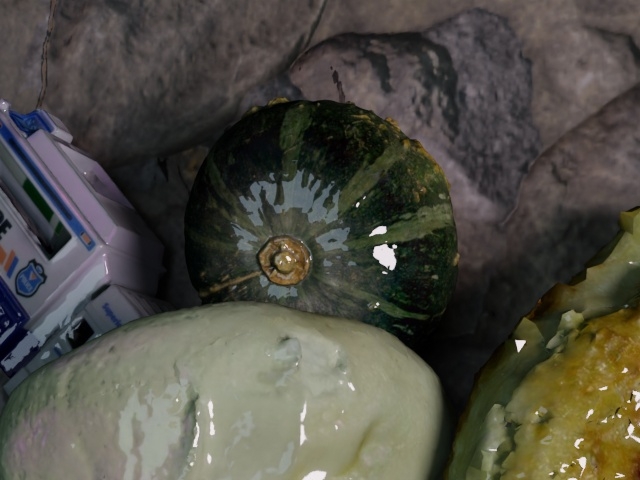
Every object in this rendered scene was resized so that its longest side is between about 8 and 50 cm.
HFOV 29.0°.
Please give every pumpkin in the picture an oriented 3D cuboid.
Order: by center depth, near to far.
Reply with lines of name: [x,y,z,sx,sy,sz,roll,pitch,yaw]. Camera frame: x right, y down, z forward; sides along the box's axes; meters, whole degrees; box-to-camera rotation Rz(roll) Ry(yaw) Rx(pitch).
pumpkin: [0.000,0.002,0.809,0.190,0.146,0.190,4,113,8]

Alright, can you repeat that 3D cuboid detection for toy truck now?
toy truck: [-0.188,0.038,0.907,0.155,0.124,0.268,-45,66,7]

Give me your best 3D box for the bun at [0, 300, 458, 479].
bun: [-0.048,0.168,0.731,0.283,0.283,0.179,-21,51,21]

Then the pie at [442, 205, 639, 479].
pie: [0.231,0.143,0.669,0.288,0.103,0.355,-25,74,-9]
